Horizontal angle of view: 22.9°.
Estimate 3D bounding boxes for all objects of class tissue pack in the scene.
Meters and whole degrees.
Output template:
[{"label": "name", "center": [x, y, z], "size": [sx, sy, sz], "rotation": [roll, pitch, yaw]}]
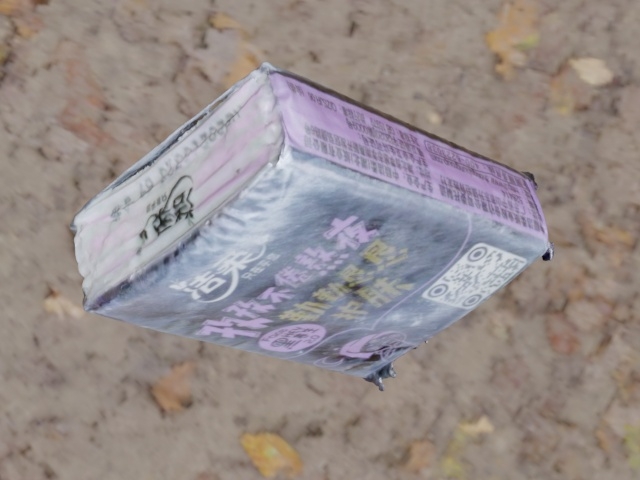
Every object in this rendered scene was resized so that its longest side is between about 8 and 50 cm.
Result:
[{"label": "tissue pack", "center": [0.000, 0.000, 1.356], "size": [0.361, 0.122, 0.259], "rotation": [18, 135, -44]}]
